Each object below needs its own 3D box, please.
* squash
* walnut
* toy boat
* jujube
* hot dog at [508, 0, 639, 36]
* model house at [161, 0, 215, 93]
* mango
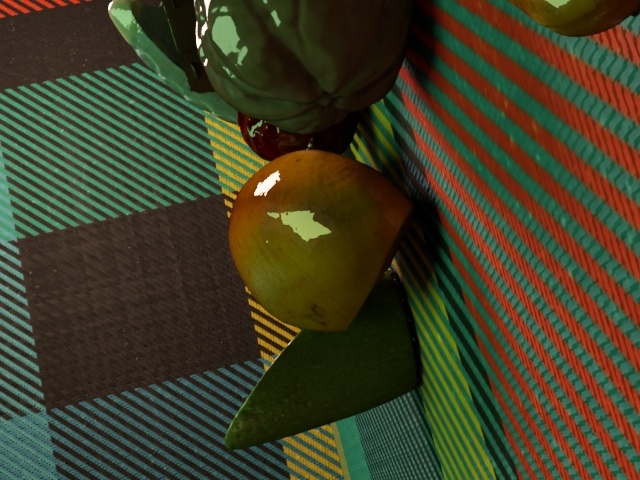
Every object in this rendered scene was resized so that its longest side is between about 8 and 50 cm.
[{"bbox_3d":[-0.015,0.147,1.151,0.189,0.260,0.189,165,90,-85],"label":"squash"},{"bbox_3d":[-0.019,-0.209,0.795,0.224,0.224,0.224,167,90,-83],"label":"walnut"},{"bbox_3d":[-0.152,-0.291,1.321,0.123,0.330,0.215,-13,51,58],"label":"toy boat"},{"bbox_3d":[-0.025,-0.195,1.071,0.155,0.155,0.230,-110,19,-46],"label":"jujube"},{"bbox_3d":[0.096,-0.172,0.418,0.269,0.072,0.109,-108,7,-49],"label":"hot dog"},{"bbox_3d":[-0.105,-0.354,1.116,0.243,0.211,0.204,79,173,-59],"label":"model house"},{"bbox_3d":[0.000,0.000,0.998,0.350,0.199,0.201,148,127,-74],"label":"mango"}]
